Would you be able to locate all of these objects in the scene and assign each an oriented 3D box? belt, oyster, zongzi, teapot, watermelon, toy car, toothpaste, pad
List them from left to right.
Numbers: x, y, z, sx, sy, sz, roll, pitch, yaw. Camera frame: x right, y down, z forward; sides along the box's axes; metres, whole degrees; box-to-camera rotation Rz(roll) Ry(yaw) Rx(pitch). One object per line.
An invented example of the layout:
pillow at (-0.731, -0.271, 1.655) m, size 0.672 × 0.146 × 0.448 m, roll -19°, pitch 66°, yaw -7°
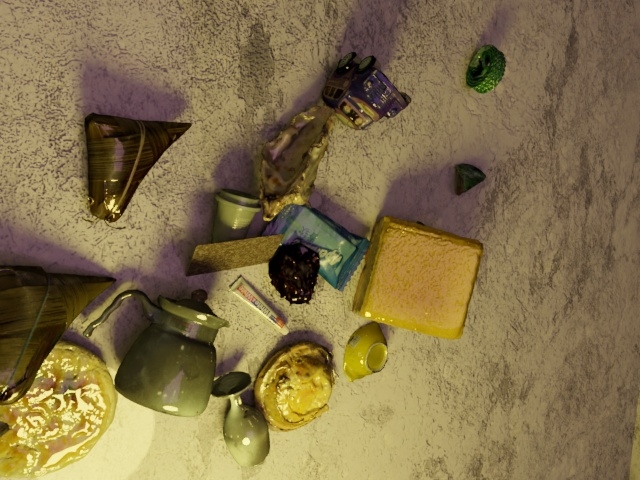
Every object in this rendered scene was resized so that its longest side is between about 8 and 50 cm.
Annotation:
zongzi at (-0.565, 0.188, 1.118) m, size 0.300 × 0.138 × 0.286 m, roll 5°, pitch 64°, yaw -45°
zongzi at (-0.406, -0.156, 1.205) m, size 0.241 × 0.111 × 0.247 m, roll -5°, pitch 107°, yaw -37°
teapot at (-0.372, 0.239, 1.275) m, size 0.223 × 0.305 × 0.285 m, roll 59°, pitch 51°, yaw -73°
pad at (-0.215, 0.037, 1.344) m, size 0.235 × 0.158 × 0.003 m, roll -9°, pitch 63°, yaw -29°
toothpaste at (-0.164, 0.187, 1.460) m, size 0.218 × 0.033 × 0.052 m, roll 48°, pitch 70°, yaw -24°
oyster at (-0.067, -0.196, 1.369) m, size 0.110 × 0.166 × 0.341 m, roll 64°, pitch 36°, yaw -69°
toy car at (0.112, -0.380, 1.404) m, size 0.172 × 0.235 × 0.158 m, roll 39°, pitch 91°, yaw -30°
watermelon at (0.501, -0.213, 1.777) m, size 0.155 × 0.080 × 0.101 m, roll -23°, pitch 76°, yaw -23°
belt at (0.517, -0.548, 1.675) m, size 0.079 × 0.121 × 0.151 m, roll 21°, pitch 84°, yaw -30°

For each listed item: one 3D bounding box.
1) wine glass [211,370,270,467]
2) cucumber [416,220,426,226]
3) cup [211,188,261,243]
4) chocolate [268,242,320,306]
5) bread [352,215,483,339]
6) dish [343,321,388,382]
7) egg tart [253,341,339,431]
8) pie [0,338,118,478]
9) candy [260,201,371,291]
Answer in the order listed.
wine glass at (-0.213, 0.484, 1.433) m, size 0.126 × 0.126 × 0.241 m, roll -22°, pitch 111°, yaw -26°
cucumber at (0.306, 0.072, 1.695) m, size 0.077 × 0.077 × 0.265 m, roll 11°, pitch 94°, yaw -32°
cup at (-0.217, -0.052, 1.334) m, size 0.120 × 0.120 × 0.141 m, roll 7°, pitch 105°, yaw -32°
chocolate at (-0.059, 0.111, 1.416) m, size 0.156 × 0.133 × 0.156 m, roll -8°, pitch 129°, yaw -10°
bread at (0.295, 0.115, 1.592) m, size 0.333 × 0.143 × 0.323 m, roll 16°, pitch 92°, yaw -6°
dish at (0.154, 0.360, 1.658) m, size 0.149 × 0.080 × 0.207 m, roll 25°, pitch 85°, yaw -32°
egg tart at (-0.051, 0.431, 1.530) m, size 0.291 × 0.107 × 0.290 m, roll -7°, pitch 104°, yaw -30°
pie at (-0.619, 0.368, 1.191) m, size 0.338 × 0.075 × 0.337 m, roll -5°, pitch 100°, yaw -30°
candy at (0.000, 0.000, 1.498) m, size 0.331 × 0.077 × 0.187 m, roll 35°, pitch 88°, yaw -29°
